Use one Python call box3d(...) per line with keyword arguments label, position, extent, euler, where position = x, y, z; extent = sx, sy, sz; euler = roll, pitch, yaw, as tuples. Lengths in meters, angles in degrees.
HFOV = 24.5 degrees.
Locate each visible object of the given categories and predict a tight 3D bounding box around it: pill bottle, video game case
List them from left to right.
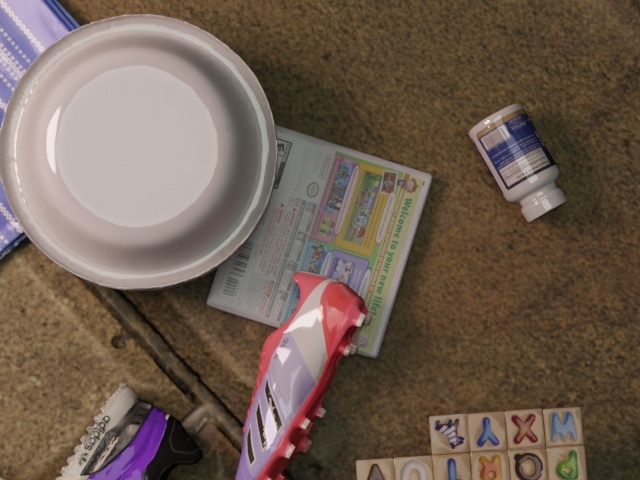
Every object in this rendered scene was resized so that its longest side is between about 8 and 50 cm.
box3d(label="video game case", position=(0.000, 0.000, 1.598), extent=(0.193, 0.023, 0.212), euler=(18, 81, 0))
box3d(label="pill bottle", position=(0.217, -0.083, 1.595), extent=(0.067, 0.067, 0.120), euler=(-28, 85, -6))

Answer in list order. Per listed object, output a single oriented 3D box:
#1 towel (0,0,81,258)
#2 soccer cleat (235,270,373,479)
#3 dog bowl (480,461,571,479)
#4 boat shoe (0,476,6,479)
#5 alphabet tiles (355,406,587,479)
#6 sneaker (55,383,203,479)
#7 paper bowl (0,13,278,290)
box3d(label="towel", position=(-0.373, -0.110, 1.590), extent=(0.336, 0.040, 0.243), euler=(-40, 85, -7))
box3d(label="soccer cleat", position=(-0.036, 0.152, 1.543), extent=(0.095, 0.083, 0.248), euler=(29, 94, 15))
box3d(label="dog bowl", position=(0.201, 0.366, 1.532), extent=(0.166, 0.074, 0.297), euler=(10, 83, -1))
box3d(label="boat shoe", position=(-0.385, 0.263, 1.464), extent=(0.305, 0.109, 0.091), euler=(28, 99, 33))
box3d(label="alphabet tiles", position=(0.157, 0.275, 1.501), extent=(0.237, 0.009, 0.198), euler=(-3, 83, -3))
box3d(label="sneaker", position=(-0.221, 0.306, 1.508), extent=(0.146, 0.102, 0.293), euler=(31, 82, 1))
box3d(label="paper bowl", position=(-0.185, -0.090, 1.504), extent=(0.284, 0.148, 0.284), euler=(0, 88, -4))
